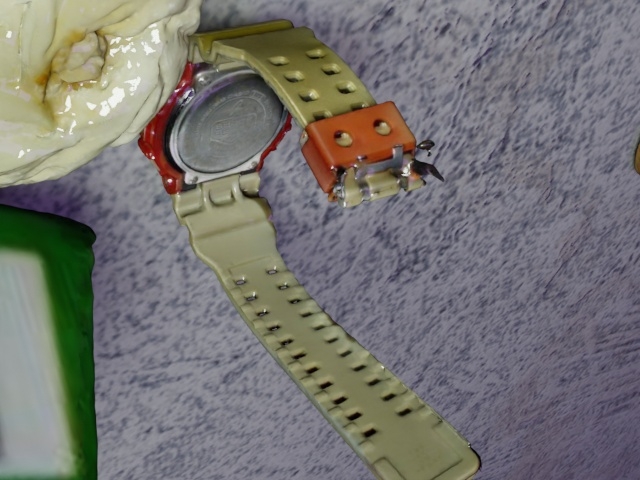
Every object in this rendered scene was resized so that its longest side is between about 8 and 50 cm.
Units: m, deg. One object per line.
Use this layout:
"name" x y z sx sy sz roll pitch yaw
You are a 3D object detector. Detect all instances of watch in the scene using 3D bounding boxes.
"watch" -0.003 -0.008 0.502 0.102 0.268 0.165 -17 131 -28

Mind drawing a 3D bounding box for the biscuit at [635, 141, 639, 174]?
"biscuit" 0.357 -0.119 0.930 0.118 0.023 0.140 -17 140 -30

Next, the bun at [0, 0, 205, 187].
"bun" -0.127 -0.092 0.403 0.188 0.111 0.164 -30 151 8

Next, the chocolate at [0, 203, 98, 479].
"chocolate" -0.310 0.117 0.400 0.341 0.162 0.360 -42 149 28
